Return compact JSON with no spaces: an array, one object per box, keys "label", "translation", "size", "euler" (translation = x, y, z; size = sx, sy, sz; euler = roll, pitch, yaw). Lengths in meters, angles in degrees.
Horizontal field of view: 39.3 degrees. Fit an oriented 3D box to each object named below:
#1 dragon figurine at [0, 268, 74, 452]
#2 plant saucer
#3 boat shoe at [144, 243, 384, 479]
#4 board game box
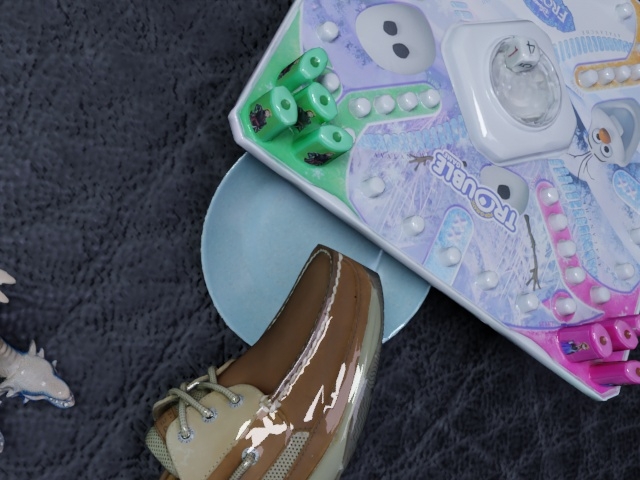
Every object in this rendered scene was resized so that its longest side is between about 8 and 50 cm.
[{"label":"dragon figurine","translation":[-0.264,0.018,0.532],"size":[0.289,0.144,0.085],"euler":[44,59,-10]},{"label":"plant saucer","translation":[0.000,0.000,0.705],"size":[0.195,0.037,0.194],"euler":[-4,104,-17]},{"label":"boat shoe","translation":[-0.061,0.151,0.628],"size":[0.120,0.122,0.324],"euler":[25,86,-18]},{"label":"board game box","translation":[0.168,-0.130,0.737],"size":[0.390,0.050,0.390],"euler":[35,61,-19]}]
